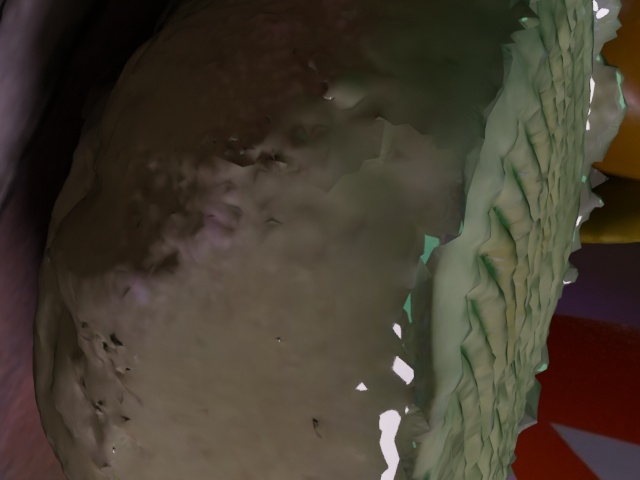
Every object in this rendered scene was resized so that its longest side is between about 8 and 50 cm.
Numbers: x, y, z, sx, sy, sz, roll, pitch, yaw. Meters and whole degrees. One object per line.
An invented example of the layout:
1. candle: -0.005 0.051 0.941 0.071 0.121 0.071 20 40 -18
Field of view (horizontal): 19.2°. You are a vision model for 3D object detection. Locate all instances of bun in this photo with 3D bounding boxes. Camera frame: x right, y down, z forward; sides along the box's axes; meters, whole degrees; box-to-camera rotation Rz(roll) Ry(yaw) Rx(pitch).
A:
1. bun: 0.000 0.000 0.588 0.259 0.152 0.259 13 90 -76

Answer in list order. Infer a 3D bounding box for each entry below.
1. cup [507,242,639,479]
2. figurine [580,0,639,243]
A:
1. cup: 0.156 0.077 0.861 0.203 0.288 0.203 -50 156 -33
2. figurine: 0.159 -0.122 0.775 0.215 0.215 0.228 39 34 -69
